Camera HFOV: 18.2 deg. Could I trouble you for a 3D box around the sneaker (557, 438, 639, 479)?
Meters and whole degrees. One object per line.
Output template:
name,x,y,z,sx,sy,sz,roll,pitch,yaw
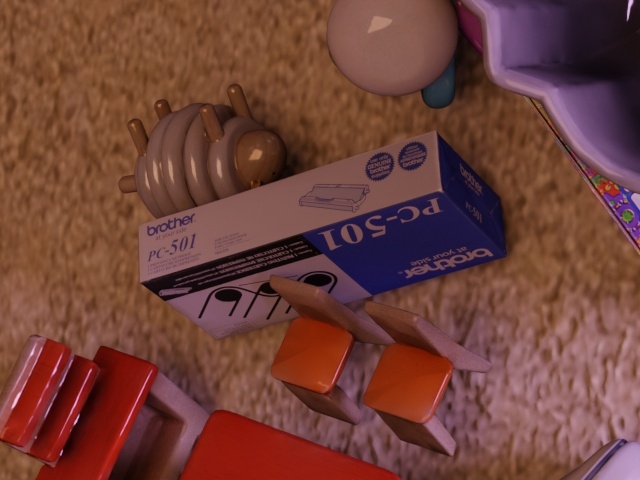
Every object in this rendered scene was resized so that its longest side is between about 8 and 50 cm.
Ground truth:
sneaker,0.088,0.195,1.199,0.258,0.094,0.091,-45,77,18

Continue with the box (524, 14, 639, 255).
box,0.288,-0.097,1.001,0.279,0.290,0.177,-39,76,20

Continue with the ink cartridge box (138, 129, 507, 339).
ink cartridge box,0.000,0.000,1.229,0.207,0.097,0.046,-17,58,22

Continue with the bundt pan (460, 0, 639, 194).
bundt pan,0.212,-0.167,0.808,0.331,0.124,0.330,1,92,24

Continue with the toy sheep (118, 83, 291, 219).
toy sheep,-0.076,-0.048,1.273,0.132,0.091,0.091,-7,88,38

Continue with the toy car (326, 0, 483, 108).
toy car,0.089,-0.152,1.181,0.136,0.159,0.182,36,113,-20

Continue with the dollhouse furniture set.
dollhouse furniture set,-0.064,0.143,1.197,0.259,0.135,0.262,15,75,39
